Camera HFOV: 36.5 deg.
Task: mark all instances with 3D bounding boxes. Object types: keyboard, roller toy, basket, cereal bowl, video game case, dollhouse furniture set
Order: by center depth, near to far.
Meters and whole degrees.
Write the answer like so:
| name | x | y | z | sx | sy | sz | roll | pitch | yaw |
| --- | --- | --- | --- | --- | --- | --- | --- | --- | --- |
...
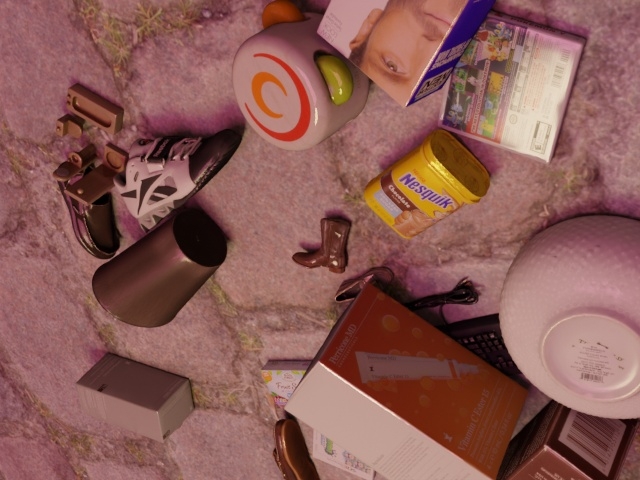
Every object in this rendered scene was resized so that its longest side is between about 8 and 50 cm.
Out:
| name | x | y | z | sx | sy | sz | roll | pitch | yaw |
| --- | --- | --- | --- | --- | --- | --- | --- | --- | --- |
| video game case | 0.272 | -0.226 | 1.412 | 0.183 | 0.023 | 0.201 | 22 | 131 | 19 |
| cereal bowl | 0.429 | 0.139 | 1.466 | 0.339 | 0.141 | 0.339 | 12 | 123 | 20 |
| roller toy | -0.029 | -0.250 | 1.506 | 0.209 | 0.146 | 0.191 | 38 | 139 | 18 |
| keyboard | 0.228 | 0.172 | 1.714 | 0.317 | 0.033 | 0.201 | -18 | 109 | 39 |
| dollhouse furniture set | -0.454 | -0.183 | 1.845 | 0.144 | 0.123 | 0.151 | 30 | 132 | 12 |
| basket | -0.296 | 0.051 | 1.886 | 0.227 | 0.204 | 0.154 | -37 | 56 | 35 |
| video game case | 0.051 | 0.417 | 2.007 | 0.143 | 0.019 | 0.157 | 19 | 129 | 21 |

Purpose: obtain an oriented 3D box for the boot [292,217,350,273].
| name | x | y | z | sx | sy | sz | roll | pitch | yaw |
| --- | --- | --- | --- | --- | --- | --- | --- | --- | --- |
| boot | 0.000 | 0.000 | 1.736 | 0.106 | 0.037 | 0.114 | 10 | 130 | 11 |

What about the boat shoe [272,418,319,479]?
| name | x | y | z | sx | sy | sz | roll | pitch | yaw |
| --- | --- | --- | --- | --- | --- | --- | --- | --- | --- |
| boat shoe | -0.068 | 0.469 | 2.084 | 0.073 | 0.073 | 0.207 | 0 | 120 | 31 |

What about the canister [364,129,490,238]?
| name | x | y | z | sx | sy | sz | roll | pitch | yaw |
| --- | --- | --- | --- | --- | --- | --- | --- | --- | --- |
| canister | 0.165 | -0.084 | 1.539 | 0.126 | 0.073 | 0.170 | 42 | 137 | -13 |

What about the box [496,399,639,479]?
| name | x | y | z | sx | sy | sz | roll | pitch | yaw |
| --- | --- | --- | --- | --- | --- | --- | --- | --- | --- |
| box | 0.372 | 0.428 | 1.688 | 0.143 | 0.191 | 0.381 | 37 | 134 | 5 |

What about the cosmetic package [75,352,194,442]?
| name | x | y | z | sx | sy | sz | roll | pitch | yaw |
| --- | --- | --- | --- | --- | --- | --- | --- | --- | --- |
| cosmetic package | -0.419 | 0.354 | 2.198 | 0.238 | 0.127 | 0.107 | 10 | 125 | 26 |

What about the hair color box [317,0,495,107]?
| name | x | y | z | sx | sy | sz | roll | pitch | yaw |
| --- | --- | --- | --- | --- | --- | --- | --- | --- | --- |
| hair color box | 0.147 | -0.370 | 1.318 | 0.185 | 0.110 | 0.339 | 43 | 136 | 14 |

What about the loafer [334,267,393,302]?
| name | x | y | z | sx | sy | sz | roll | pitch | yaw |
| --- | --- | --- | --- | --- | --- | --- | --- | --- | --- |
| loafer | 0.077 | 0.086 | 1.744 | 0.125 | 0.039 | 0.045 | -24 | 105 | 41 |

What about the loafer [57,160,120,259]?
| name | x | y | z | sx | sy | sz | roll | pitch | yaw |
| --- | --- | --- | --- | --- | --- | --- | --- | --- | --- |
| loafer | -0.461 | -0.059 | 1.966 | 0.078 | 0.080 | 0.220 | -5 | 117 | 36 |

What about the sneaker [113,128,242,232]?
| name | x | y | z | sx | sy | sz | roll | pitch | yaw |
| --- | --- | --- | --- | --- | --- | --- | --- | --- | --- |
| sneaker | -0.277 | -0.136 | 1.763 | 0.330 | 0.122 | 0.146 | -31 | 103 | 42 |

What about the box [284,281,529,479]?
| name | x | y | z | sx | sy | sz | roll | pitch | yaw |
| --- | --- | --- | --- | --- | --- | --- | --- | --- | --- |
| box | 0.150 | 0.274 | 1.672 | 0.345 | 0.215 | 0.168 | 34 | 136 | 1 |

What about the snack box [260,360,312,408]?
| name | x | y | z | sx | sy | sz | roll | pitch | yaw |
| --- | --- | --- | --- | --- | --- | --- | --- | --- | --- |
| snack box | -0.043 | 0.294 | 1.970 | 0.141 | 0.037 | 0.100 | -6 | 116 | 36 |
